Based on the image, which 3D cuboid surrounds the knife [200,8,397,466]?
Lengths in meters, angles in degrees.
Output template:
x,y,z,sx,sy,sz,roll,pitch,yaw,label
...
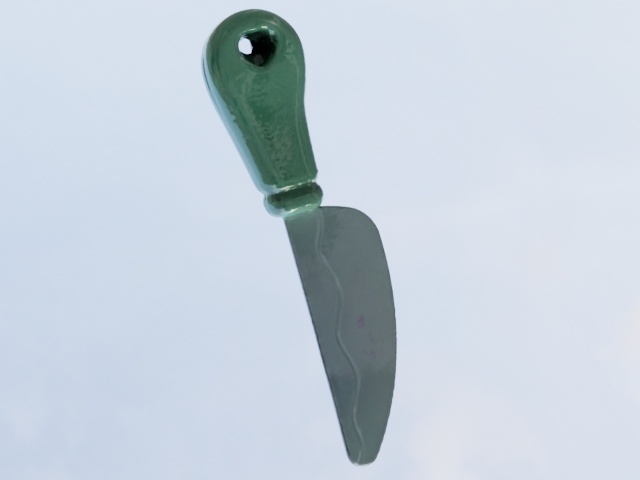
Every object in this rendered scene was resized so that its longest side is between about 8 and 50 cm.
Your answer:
x,y,z,sx,sy,sz,roll,pitch,yaw,label
0.001,-0.001,0.536,0.063,0.260,0.034,-23,-169,-19,knife
